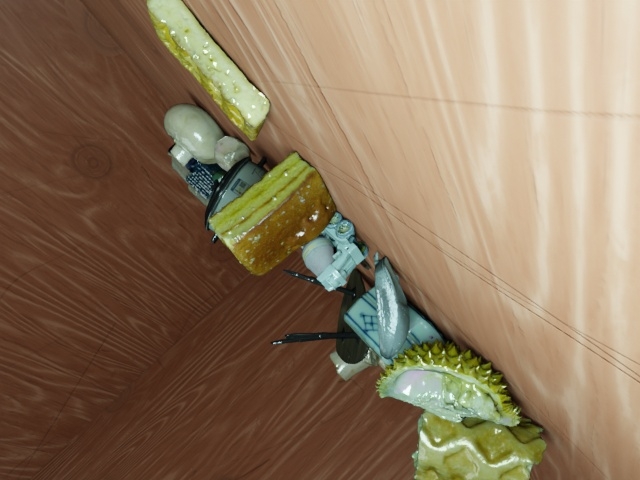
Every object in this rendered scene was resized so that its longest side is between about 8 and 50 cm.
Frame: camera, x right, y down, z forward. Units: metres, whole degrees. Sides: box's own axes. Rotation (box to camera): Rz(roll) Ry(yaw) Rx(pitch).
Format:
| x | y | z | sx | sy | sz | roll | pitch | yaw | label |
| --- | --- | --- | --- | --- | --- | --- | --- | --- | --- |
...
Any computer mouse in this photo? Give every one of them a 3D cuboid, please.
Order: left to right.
| x | y | z | sx | sy | sz | roll | pitch | yaw | label |
| --- | --- | --- | --- | --- | --- | --- | --- | --- | --- |
| 0.153 | 0.136 | 1.057 | 0.113 | 0.068 | 0.229 | 24 | -118 | -82 | computer mouse |

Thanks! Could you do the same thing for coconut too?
| x | y | z | sx | sy | sz | roll | pitch | yaw | label |
| --- | --- | --- | --- | --- | --- | --- | --- | --- | --- |
| -0.282 | -0.273 | 1.557 | 0.124 | 0.110 | 0.110 | 35 | 168 | 36 | coconut |

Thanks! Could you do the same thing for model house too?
| x | y | z | sx | sy | sz | roll | pitch | yaw | label |
| --- | --- | --- | --- | --- | --- | --- | --- | --- | --- |
| -0.485 | -0.328 | 2.128 | 0.298 | 0.243 | 0.284 | 43 | 166 | 1 | model house |

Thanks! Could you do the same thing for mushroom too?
| x | y | z | sx | sy | sz | roll | pitch | yaw | label |
| --- | --- | --- | --- | --- | --- | --- | --- | --- | --- |
| -0.446 | -0.356 | 1.751 | 0.246 | 0.202 | 0.246 | 38 | 180 | 0 | mushroom |
| 0.187 | 0.391 | 1.754 | 0.293 | 0.290 | 0.292 | 50 | 180 | 0 | mushroom |

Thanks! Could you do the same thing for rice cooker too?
| x | y | z | sx | sy | sz | roll | pitch | yaw | label |
| --- | --- | --- | --- | --- | --- | --- | --- | --- | --- |
| -0.206 | -0.100 | 1.403 | 0.226 | 0.281 | 0.241 | 31 | 178 | -3 | rice cooker |

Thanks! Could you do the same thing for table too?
| x | y | z | sx | sy | sz | roll | pitch | yaw | label |
| --- | --- | --- | --- | --- | --- | --- | --- | --- | --- |
| -0.005 | 0.252 | 1.562 | 0.248 | 0.318 | 0.317 | 7 | -175 | -14 | table |

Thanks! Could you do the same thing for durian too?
| x | y | z | sx | sy | sz | roll | pitch | yaw | label |
| --- | --- | --- | --- | --- | --- | --- | --- | --- | --- |
| 0.273 | 0.300 | 1.036 | 0.305 | 0.167 | 0.172 | 15 | 177 | 12 | durian |

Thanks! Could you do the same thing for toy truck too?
| x | y | z | sx | sy | sz | roll | pitch | yaw | label |
| --- | --- | --- | --- | --- | --- | --- | --- | --- | --- |
| 0.000 | 0.000 | 1.156 | 0.256 | 0.140 | 0.108 | 42 | 174 | 42 | toy truck |

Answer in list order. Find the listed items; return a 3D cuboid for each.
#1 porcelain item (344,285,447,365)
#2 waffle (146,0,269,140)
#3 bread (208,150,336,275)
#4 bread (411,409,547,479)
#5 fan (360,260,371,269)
| x | y | z | sx | sy | sz | roll | pitch | yaw | label |
| --- | --- | --- | --- | --- | --- | --- | --- | --- | --- |
| 0.217 | 0.264 | 1.299 | 0.286 | 0.157 | 0.281 | 51 | 173 | -37 | porcelain item |
| -0.195 | -0.305 | 0.894 | 0.274 | 0.057 | 0.168 | 48 | 175 | -8 | waffle |
| -0.088 | -0.046 | 1.031 | 0.110 | 0.234 | 0.184 | 48 | 174 | 27 | bread |
| 0.341 | 0.467 | 1.123 | 0.251 | 0.196 | 0.239 | 14 | 125 | 12 | bread |
| 0.092 | 0.031 | 1.363 | 0.132 | 0.009 | 0.220 | 44 | 175 | 7 | fan |
